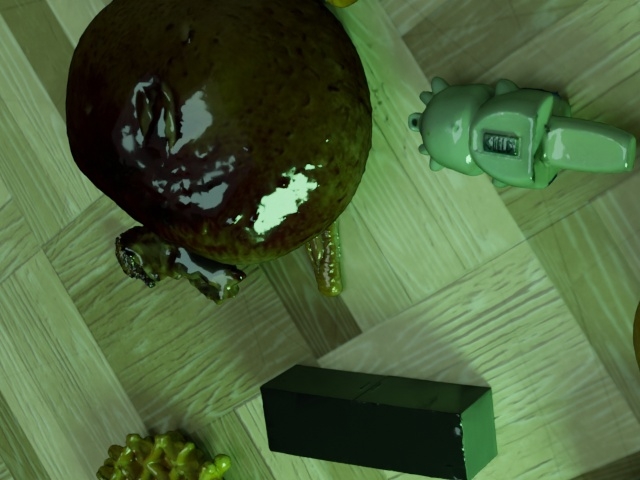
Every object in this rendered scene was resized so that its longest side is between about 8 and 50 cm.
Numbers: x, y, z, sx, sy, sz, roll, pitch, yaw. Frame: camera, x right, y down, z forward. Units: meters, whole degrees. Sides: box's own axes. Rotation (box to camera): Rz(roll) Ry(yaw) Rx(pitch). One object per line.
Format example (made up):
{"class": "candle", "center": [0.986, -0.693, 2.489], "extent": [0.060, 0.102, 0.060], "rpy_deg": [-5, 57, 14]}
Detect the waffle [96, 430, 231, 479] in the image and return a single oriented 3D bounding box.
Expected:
{"class": "waffle", "center": [-0.196, 0.380, 1.594], "extent": [0.293, 0.069, 0.259], "rpy_deg": [-16, 94, 40]}

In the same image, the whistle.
{"class": "whistle", "center": [0.192, -0.103, 1.142], "extent": [0.244, 0.092, 0.110], "rpy_deg": [11, 110, 34]}

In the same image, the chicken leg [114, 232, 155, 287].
{"class": "chicken leg", "center": [-0.248, 0.029, 1.537], "extent": [0.036, 0.021, 0.083], "rpy_deg": [-26, 91, 28]}

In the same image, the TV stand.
{"class": "TV stand", "center": [0.064, 0.207, 1.343], "extent": [0.270, 0.083, 0.088], "rpy_deg": [1, 105, 34]}

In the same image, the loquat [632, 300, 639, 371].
{"class": "loquat", "center": [0.355, 0.096, 1.062], "extent": [0.137, 0.163, 0.163], "rpy_deg": [4, 111, 2]}

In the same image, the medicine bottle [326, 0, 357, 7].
{"class": "medicine bottle", "center": [-0.026, -0.331, 1.214], "extent": [0.192, 0.096, 0.096], "rpy_deg": [39, 124, 19]}

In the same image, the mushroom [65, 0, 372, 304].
{"class": "mushroom", "center": [-0.094, -0.111, 1.281], "extent": [0.331, 0.356, 0.334], "rpy_deg": [25, 78, 34]}

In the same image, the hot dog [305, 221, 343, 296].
{"class": "hot dog", "center": [0.000, 0.000, 1.351], "extent": [0.044, 0.028, 0.137], "rpy_deg": [6, 110, 41]}
